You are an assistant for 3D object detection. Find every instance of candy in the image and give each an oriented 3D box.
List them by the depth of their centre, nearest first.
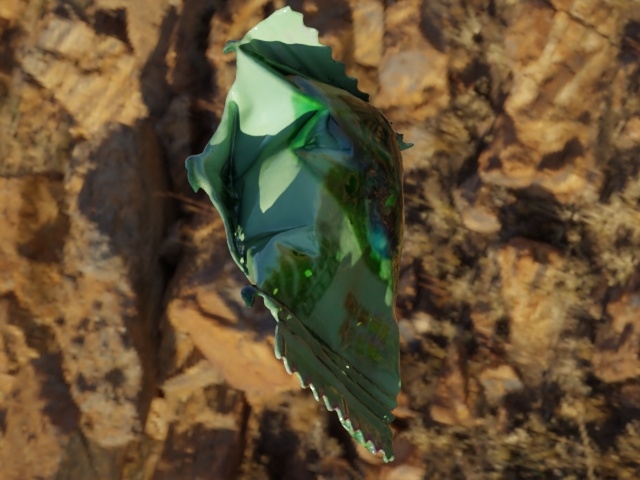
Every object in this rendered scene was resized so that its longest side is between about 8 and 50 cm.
[{"bbox_3d":[0.006,-0.002,1.126,0.172,0.263,0.398,-28,50,27],"label":"candy"}]
